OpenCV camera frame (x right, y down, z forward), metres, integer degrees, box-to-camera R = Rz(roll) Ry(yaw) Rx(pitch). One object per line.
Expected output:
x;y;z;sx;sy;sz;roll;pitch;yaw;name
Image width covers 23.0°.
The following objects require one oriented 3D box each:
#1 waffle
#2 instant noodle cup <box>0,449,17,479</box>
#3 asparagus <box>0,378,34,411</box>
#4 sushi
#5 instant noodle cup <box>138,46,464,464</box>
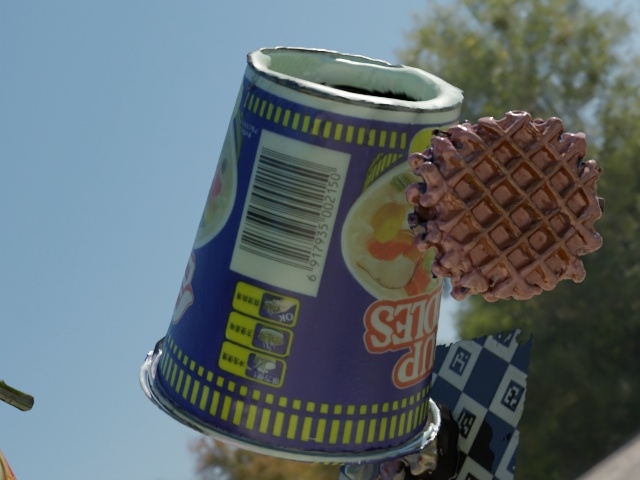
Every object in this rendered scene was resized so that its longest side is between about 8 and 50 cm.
0.075;-0.014;0.625;0.083;0.075;0.029;-2;-3;-18;waffle
-0.382;0.141;1.152;0.294;0.308;0.294;-31;5;3;instant noodle cup
-0.207;0.088;0.988;0.114;0.014;0.015;57;-131;-67;asparagus
0.085;0.218;1.575;0.050;0.264;0.290;21;-20;-31;sushi
0.000;0.000;1.402;0.284;0.284;0.312;-19;-56;-58;instant noodle cup
